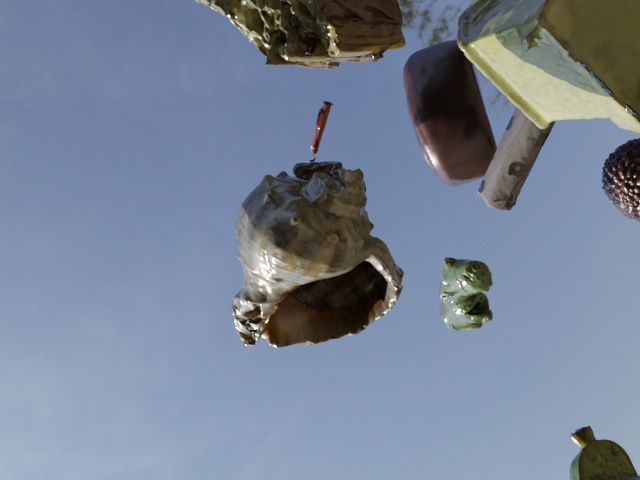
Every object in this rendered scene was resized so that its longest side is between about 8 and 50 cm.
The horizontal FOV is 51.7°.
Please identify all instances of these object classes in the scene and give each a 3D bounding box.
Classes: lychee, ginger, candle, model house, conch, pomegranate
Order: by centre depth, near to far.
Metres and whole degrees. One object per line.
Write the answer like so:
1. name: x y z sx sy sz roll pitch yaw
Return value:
1. conch: -0.015 0.011 0.822 0.210 0.291 0.158 12 -129 -27
2. model house: 0.353 -0.295 0.852 0.261 0.266 0.321 37 -96 -20
3. pomegranate: 0.563 0.469 1.332 0.143 0.169 0.122 -17 -50 -26
4. lychee: 0.699 -0.138 1.410 0.188 0.188 0.188 -22 -60 -44
5. candle: -0.006 -0.229 1.453 0.026 0.021 0.167 0 -50 -22
6. ginger: 0.337 0.126 1.526 0.089 0.137 0.289 -33 -38 -16

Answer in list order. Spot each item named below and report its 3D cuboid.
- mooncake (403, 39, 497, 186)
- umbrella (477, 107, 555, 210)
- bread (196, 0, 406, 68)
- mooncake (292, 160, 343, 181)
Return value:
1. mooncake: 0.309 -0.305 1.575 0.334 0.174 0.325 -63 -48 -68
2. umbrella: 0.371 -0.204 1.162 0.067 0.073 0.337 -3 -54 -32
3. bread: -0.058 -0.439 1.168 0.370 0.191 0.314 -10 -100 -31
4. mooncake: -0.002 -0.116 1.480 0.125 0.073 0.129 -10 -51 0
